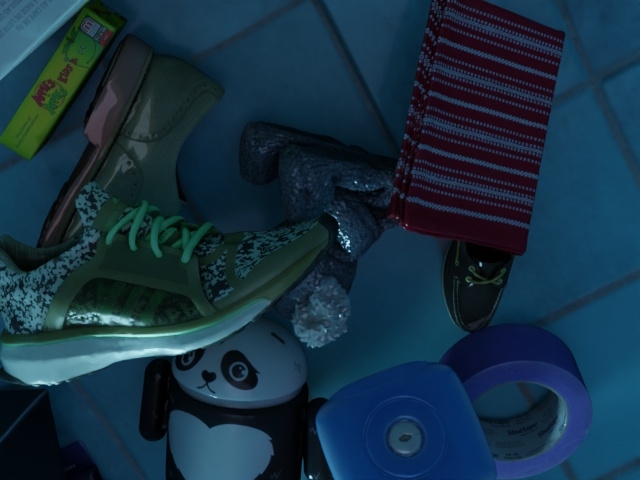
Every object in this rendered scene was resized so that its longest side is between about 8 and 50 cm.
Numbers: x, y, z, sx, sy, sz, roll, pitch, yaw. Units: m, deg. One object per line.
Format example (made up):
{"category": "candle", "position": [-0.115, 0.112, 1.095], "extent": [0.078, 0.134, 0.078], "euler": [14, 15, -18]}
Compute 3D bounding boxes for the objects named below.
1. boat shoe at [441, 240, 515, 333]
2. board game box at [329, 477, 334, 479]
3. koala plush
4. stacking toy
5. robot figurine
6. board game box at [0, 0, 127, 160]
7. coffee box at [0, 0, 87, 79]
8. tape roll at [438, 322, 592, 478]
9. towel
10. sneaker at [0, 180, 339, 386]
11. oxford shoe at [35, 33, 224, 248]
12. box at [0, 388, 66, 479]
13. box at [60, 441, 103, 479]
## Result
{"category": "boat shoe", "position": [0.197, 0.014, 1.348], "extent": [0.081, 0.068, 0.227], "euler": [4, 107, -4]}
{"category": "board game box", "position": [-0.036, 0.403, 1.392], "extent": [0.047, 0.210, 0.160], "euler": [42, 101, -13]}
{"category": "koala plush", "position": [0.000, 0.000, 1.282], "extent": [0.203, 0.196, 0.221], "euler": [10, 104, -26]}
{"category": "stacking toy", "position": [0.096, 0.271, 1.343], "extent": [0.175, 0.302, 0.165], "euler": [-20, 68, -6]}
{"category": "robot figurine", "position": [-0.104, 0.227, 1.352], "extent": [0.209, 0.173, 0.278], "euler": [-1, 109, -20]}
{"category": "board game box", "position": [-0.292, -0.184, 1.261], "extent": [0.043, 0.092, 0.181], "euler": [34, 103, -12]}
{"category": "coffee box", "position": [-0.299, -0.399, 1.066], "extent": [0.337, 0.334, 0.338], "euler": [-40, 106, 9]}
{"category": "tape roll", "position": [0.237, 0.202, 1.383], "extent": [0.189, 0.080, 0.189], "euler": [-2, 121, -3]}
{"category": "towel", "position": [0.182, -0.129, 1.242], "extent": [0.199, 0.031, 0.275], "euler": [14, 86, -32]}
{"category": "sneaker", "position": [-0.184, 0.020, 1.140], "extent": [0.410, 0.158, 0.182], "euler": [-17, 105, 15]}
{"category": "oxford shoe", "position": [-0.238, -0.031, 1.290], "extent": [0.146, 0.140, 0.397], "euler": [21, 108, -15]}
{"category": "box", "position": [-0.472, 0.404, 1.355], "extent": [0.293, 0.212, 0.395], "euler": [-3, 108, 11]}
{"category": "box", "position": [-0.327, 0.388, 1.471], "extent": [0.136, 0.036, 0.225], "euler": [-24, 105, 6]}
